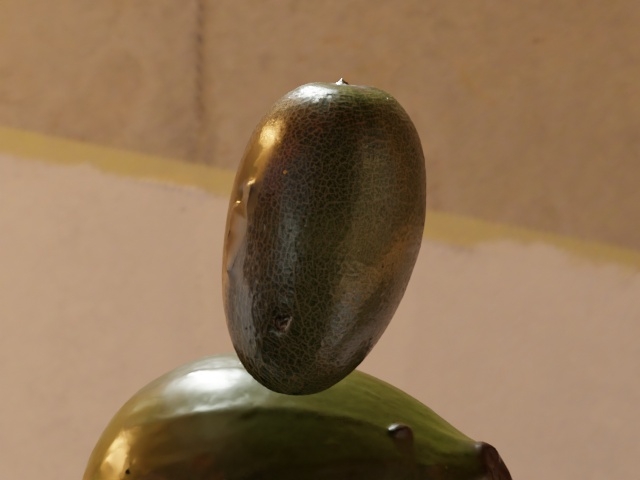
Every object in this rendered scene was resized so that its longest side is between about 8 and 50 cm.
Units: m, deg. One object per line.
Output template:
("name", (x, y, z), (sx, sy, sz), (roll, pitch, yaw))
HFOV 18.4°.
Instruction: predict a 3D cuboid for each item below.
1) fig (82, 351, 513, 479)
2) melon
("fig", (-0.008, 0.145, 1.080), (0.225, 0.203, 0.203), (-21, -84, 17))
("melon", (0.000, 0.000, 0.978), (0.099, 0.099, 0.162), (17, -75, 24))
